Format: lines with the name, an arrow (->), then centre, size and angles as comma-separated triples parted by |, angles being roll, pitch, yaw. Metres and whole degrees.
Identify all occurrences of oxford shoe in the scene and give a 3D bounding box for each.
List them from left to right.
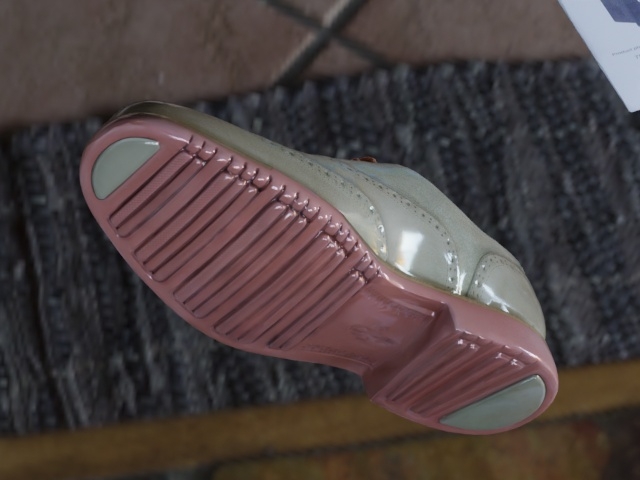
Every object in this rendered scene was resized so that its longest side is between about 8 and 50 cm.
oxford shoe -> 0.000, 0.000, 1.335 | 0.397, 0.140, 0.146 | 33, 38, -31

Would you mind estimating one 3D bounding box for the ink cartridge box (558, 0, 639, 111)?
ink cartridge box -> 0.182, -0.221, 1.167 | 0.100, 0.237, 0.172 | -18, 52, 21
